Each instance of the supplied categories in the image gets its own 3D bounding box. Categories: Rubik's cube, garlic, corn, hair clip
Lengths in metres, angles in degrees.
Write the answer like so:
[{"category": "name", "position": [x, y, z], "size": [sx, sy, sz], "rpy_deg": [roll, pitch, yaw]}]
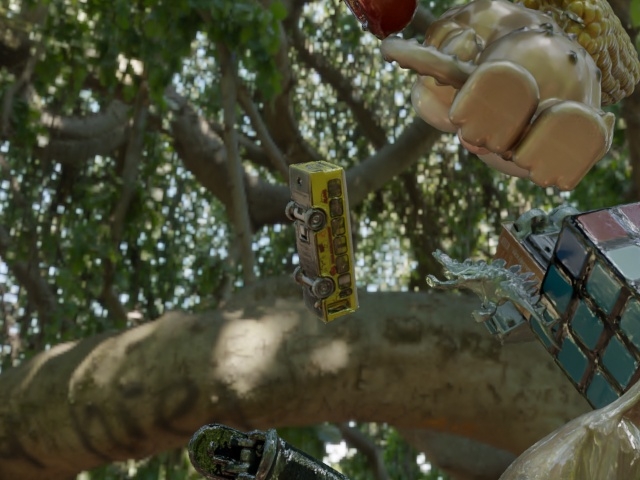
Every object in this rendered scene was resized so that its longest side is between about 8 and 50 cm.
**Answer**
[{"category": "Rubik's cube", "position": [0.329, 0.068, 0.918], "size": [0.163, 0.162, 0.161], "rpy_deg": [-11, -45, -20]}, {"category": "garlic", "position": [0.189, 0.191, 0.672], "size": [0.128, 0.148, 0.267], "rpy_deg": [15, -63, 22]}, {"category": "corn", "position": [0.245, -0.185, 0.892], "size": [0.101, 0.102, 0.310], "rpy_deg": [-11, -3, 25]}, {"category": "hair clip", "position": [-0.002, 0.188, 0.684], "size": [0.070, 0.039, 0.229], "rpy_deg": [-4, -30, 33]}]

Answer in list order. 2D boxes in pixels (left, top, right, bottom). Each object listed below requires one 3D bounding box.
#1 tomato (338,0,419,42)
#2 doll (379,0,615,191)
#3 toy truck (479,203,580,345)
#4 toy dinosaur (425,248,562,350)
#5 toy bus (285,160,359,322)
[{"category": "tomato", "position": [0.035, -0.228, 0.680], "size": [0.091, 0.159, 0.139], "rpy_deg": [-32, -38, 8]}, {"category": "doll", "position": [0.127, -0.103, 0.630], "size": [0.154, 0.119, 0.278], "rpy_deg": [34, 18, 6]}, {"category": "toy truck", "position": [0.394, 0.057, 1.307], "size": [0.338, 0.133, 0.184], "rpy_deg": [-3, -50, -28]}, {"category": "toy dinosaur", "position": [0.186, 0.052, 0.958], "size": [0.082, 0.209, 0.039], "rpy_deg": [-16, -58, -23]}, {"category": "toy bus", "position": [0.000, 0.000, 1.333], "size": [0.074, 0.226, 0.081], "rpy_deg": [-16, 19, -25]}]
